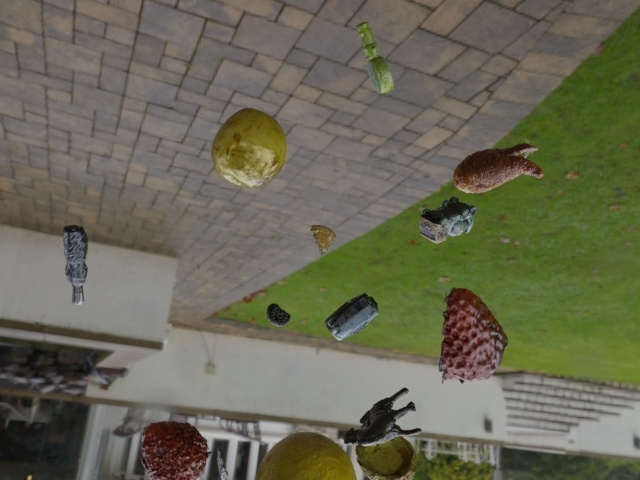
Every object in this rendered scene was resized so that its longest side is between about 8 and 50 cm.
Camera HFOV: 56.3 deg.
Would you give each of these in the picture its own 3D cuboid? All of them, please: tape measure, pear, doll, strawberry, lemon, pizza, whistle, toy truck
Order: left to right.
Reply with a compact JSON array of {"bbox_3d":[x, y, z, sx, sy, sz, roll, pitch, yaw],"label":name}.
[{"bbox_3d":[-0.388,0.556,1.577,0.184,0.187,0.201,-27,107,34],"label":"strawberry"},{"bbox_3d":[-0.248,-0.322,2.111,0.280,0.281,0.281,6,163,2],"label":"pear"},{"bbox_3d":[-0.033,0.548,1.335,0.228,0.229,0.253,1,171,17],"label":"lemon"},{"bbox_3d":[0.000,0.000,1.536,0.083,0.078,0.025,22,161,-35],"label":"pizza"},{"bbox_3d":[0.107,0.251,1.966,0.182,0.107,0.181,-38,171,9],"label":"tape measure"},{"bbox_3d":[0.152,-0.501,1.637,0.057,0.198,0.104,-22,-166,-5],"label":"whistle"},{"bbox_3d":[0.123,0.375,1.228,0.165,0.057,0.139,-21,-172,1],"label":"doll"},{"bbox_3d":[0.488,-0.068,2.260,0.256,0.140,0.108,-23,-141,-33],"label":"toy truck"},{"bbox_3d":[0.466,0.279,1.761,0.150,0.280,0.253,6,-175,37],"label":"strawberry"}]

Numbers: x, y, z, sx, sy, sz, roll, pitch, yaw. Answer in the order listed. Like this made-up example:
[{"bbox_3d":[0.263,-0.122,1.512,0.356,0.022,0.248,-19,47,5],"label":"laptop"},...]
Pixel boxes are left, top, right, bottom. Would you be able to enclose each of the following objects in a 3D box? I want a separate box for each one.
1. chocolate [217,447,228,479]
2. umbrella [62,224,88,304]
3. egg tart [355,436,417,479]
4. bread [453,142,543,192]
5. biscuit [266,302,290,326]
[{"bbox_3d":[-0.347,0.815,2.126,0.028,0.086,0.183,-16,134,-17],"label":"chocolate"},{"bbox_3d":[-0.633,0.070,1.565,0.070,0.071,0.248,6,119,0],"label":"umbrella"},{"bbox_3d":[0.216,0.724,1.969,0.212,0.213,0.090,6,124,0],"label":"egg tart"},{"bbox_3d":[0.539,-0.227,1.836,0.268,0.140,0.095,-16,151,18],"label":"bread"},{"bbox_3d":[-0.148,0.261,2.104,0.089,0.087,0.027,-14,173,-34],"label":"biscuit"}]
